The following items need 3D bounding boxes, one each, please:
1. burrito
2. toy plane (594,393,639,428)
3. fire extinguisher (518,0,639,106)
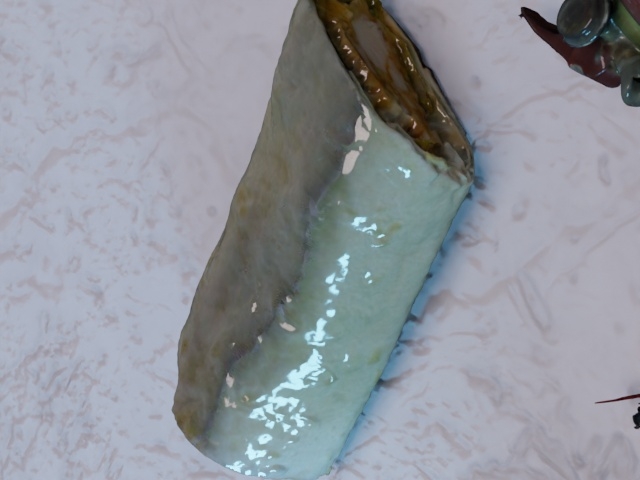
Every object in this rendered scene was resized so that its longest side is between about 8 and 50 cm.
[{"bbox_3d":[-0.002,-0.002,1.166,0.143,0.105,0.299,37,117,33],"label":"burrito"},{"bbox_3d":[0.215,0.079,1.036,0.145,0.060,0.037,-16,85,52],"label":"toy plane"},{"bbox_3d":[0.229,-0.188,0.982,0.337,0.106,0.147,-40,40,33],"label":"fire extinguisher"}]
